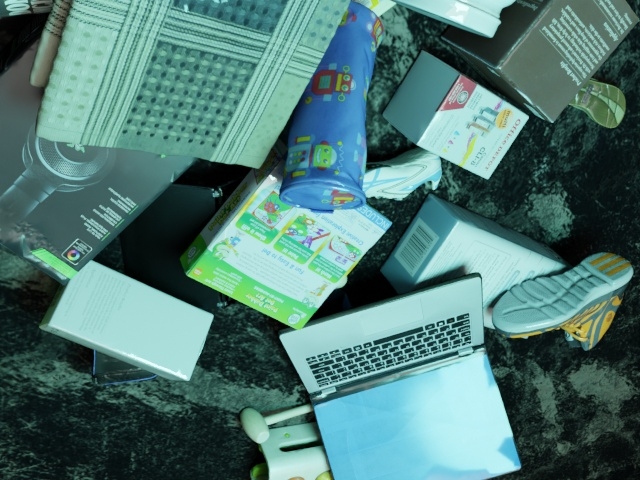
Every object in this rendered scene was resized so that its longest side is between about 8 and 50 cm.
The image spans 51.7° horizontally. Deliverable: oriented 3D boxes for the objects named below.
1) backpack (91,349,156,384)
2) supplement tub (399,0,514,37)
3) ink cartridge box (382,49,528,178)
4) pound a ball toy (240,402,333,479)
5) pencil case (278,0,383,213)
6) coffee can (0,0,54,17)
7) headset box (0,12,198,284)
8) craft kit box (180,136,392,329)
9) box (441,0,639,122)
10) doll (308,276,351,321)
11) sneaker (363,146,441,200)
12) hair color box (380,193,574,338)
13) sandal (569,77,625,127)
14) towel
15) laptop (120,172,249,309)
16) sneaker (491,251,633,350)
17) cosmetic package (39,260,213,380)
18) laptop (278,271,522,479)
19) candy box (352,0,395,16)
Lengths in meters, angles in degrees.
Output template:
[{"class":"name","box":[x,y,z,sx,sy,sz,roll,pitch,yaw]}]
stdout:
[{"class":"backpack","box":[-0.326,0.182,1.117,0.114,0.084,0.105,1,122,-21]},{"class":"supplement tub","box":[0.208,-0.433,0.880,0.191,0.191,0.272,9,111,-30]},{"class":"ink cartridge box","box":[0.224,-0.206,1.094,0.176,0.127,0.128,18,112,-35]},{"class":"pound a ball toy","box":[-0.018,0.457,1.419,0.318,0.136,0.208,-1,122,-26]},{"class":"pencil case","box":[0.017,-0.185,0.921,0.119,0.306,0.133,5,162,6]},{"class":"coffee can","box":[-0.253,-0.358,0.714,0.275,0.201,0.202,-14,126,-17]},{"class":"headset box","box":[-0.352,-0.116,0.868,0.283,0.131,0.246,-41,126,5]},{"class":"craft kit box","box":[-0.049,0.001,1.048,0.249,0.061,0.247,33,100,-38]},{"class":"box","box":[0.341,-0.333,1.038,0.168,0.167,0.203,29,106,-37]},{"class":"doll","box":[-0.003,0.136,1.267,0.129,0.046,0.189,15,114,-34]},{"class":"sneaker","box":[0.104,-0.099,1.132,0.237,0.085,0.086,-15,108,-17]},{"class":"hair color box","box":[0.324,0.061,1.332,0.374,0.114,0.185,19,112,-33]},{"class":"sandal","box":[0.498,-0.270,1.239,0.180,0.049,0.072,18,108,-18]},{"class":"towel","box":[-0.138,-0.228,0.743,0.312,0.056,0.324,3,132,-39]},{"class":"laptop","box":[-0.180,-0.019,1.100,0.264,0.136,0.235,-29,135,-39]},{"class":"sneaker","box":[0.487,0.160,1.324,0.320,0.125,0.180,-19,127,-14]},{"class":"cosmetic package","box":[-0.299,0.127,1.034,0.231,0.085,0.118,30,66,-24]},{"class":"laptop","box":[0.166,0.311,1.266,0.381,0.236,0.408,-17,141,2]},{"class":"candy box","box":[0.046,-0.411,0.935,0.105,0.027,0.206,-38,130,-2]}]
